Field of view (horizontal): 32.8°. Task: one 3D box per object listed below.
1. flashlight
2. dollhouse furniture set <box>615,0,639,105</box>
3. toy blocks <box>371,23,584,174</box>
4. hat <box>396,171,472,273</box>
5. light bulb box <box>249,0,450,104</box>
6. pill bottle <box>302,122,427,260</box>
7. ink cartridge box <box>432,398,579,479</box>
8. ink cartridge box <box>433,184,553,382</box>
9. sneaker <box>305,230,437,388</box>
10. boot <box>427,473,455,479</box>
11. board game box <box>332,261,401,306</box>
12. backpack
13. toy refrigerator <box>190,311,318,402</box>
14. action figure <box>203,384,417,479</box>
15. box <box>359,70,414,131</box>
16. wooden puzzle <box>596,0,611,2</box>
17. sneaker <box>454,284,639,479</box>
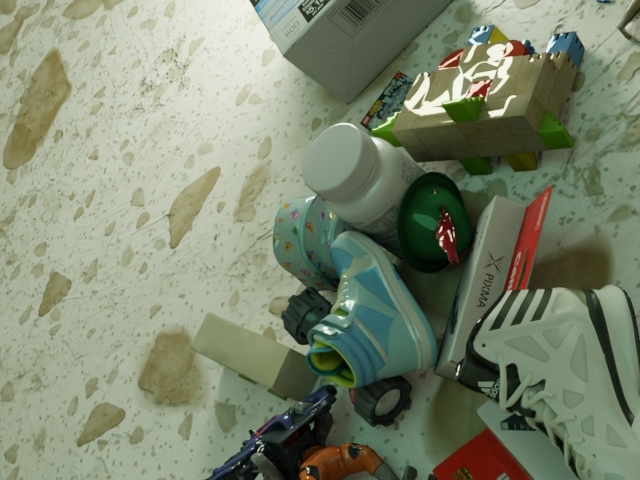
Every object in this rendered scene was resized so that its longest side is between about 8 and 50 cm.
[{"bbox_3d":[0.037,0.210,1.960,0.103,0.103,0.304,-26,43,-25],"label":"flashlight"},{"bbox_3d":[0.569,-0.440,1.821,0.355,0.173,0.303,-47,42,11],"label":"dollhouse furniture set"},{"bbox_3d":[0.309,-0.282,1.997,0.381,0.191,0.261,-3,53,42],"label":"toy blocks"},{"bbox_3d":[0.246,-0.018,1.856,0.183,0.173,0.209,3,62,50],"label":"hat"},{"bbox_3d":[0.051,-0.557,2.348,0.358,0.225,0.361,-44,44,15],"label":"light bulb box"},{"bbox_3d":[0.107,-0.087,1.961,0.160,0.283,0.160,-23,51,32],"label":"pill bottle"},{"bbox_3d":[0.316,0.348,1.624,0.239,0.060,0.275,-37,43,-2],"label":"ink cartridge box"},{"bbox_3d":[0.274,0.068,1.759,0.261,0.066,0.296,111,177,-74],"label":"ink cartridge box"},{"bbox_3d":[0.041,0.120,1.874,0.208,0.127,0.319,-20,47,-17],"label":"sneaker"},{"bbox_3d":[0.216,0.479,1.655,0.248,0.090,0.207,12,76,49],"label":"boot"},{"bbox_3d":[0.084,0.140,2.038,0.186,0.026,0.126,-38,45,21],"label":"board game box"},{"bbox_3d":[0.000,0.000,2.082,0.144,0.188,0.166,-6,61,41],"label":"backpack"},{"bbox_3d":[-0.131,0.232,2.130,0.269,0.102,0.094,17,78,47],"label":"toy refrigerator"},{"bbox_3d":[-0.047,0.417,1.873,0.341,0.179,0.330,-32,27,-24],"label":"action figure"},{"bbox_3d":[0.151,-0.272,2.225,0.137,0.027,0.094,-54,41,4],"label":"box"},{"bbox_3d":[0.554,-0.481,1.981,0.078,0.014,0.116,28,87,49],"label":"wooden puzzle"},{"bbox_3d":[0.312,0.251,1.470,0.257,0.169,0.448,2,48,-3],"label":"sneaker"}]
